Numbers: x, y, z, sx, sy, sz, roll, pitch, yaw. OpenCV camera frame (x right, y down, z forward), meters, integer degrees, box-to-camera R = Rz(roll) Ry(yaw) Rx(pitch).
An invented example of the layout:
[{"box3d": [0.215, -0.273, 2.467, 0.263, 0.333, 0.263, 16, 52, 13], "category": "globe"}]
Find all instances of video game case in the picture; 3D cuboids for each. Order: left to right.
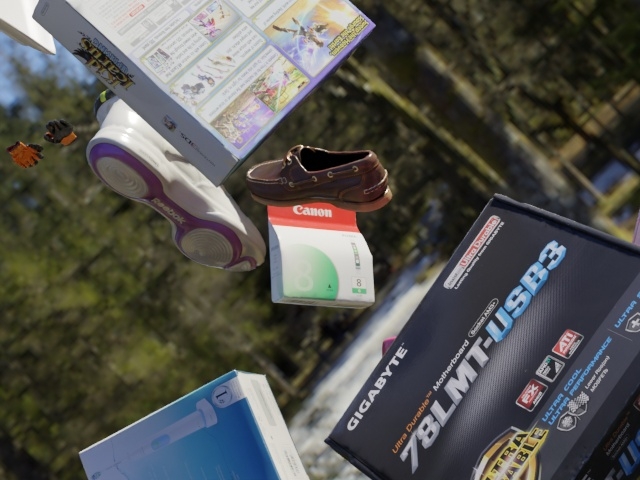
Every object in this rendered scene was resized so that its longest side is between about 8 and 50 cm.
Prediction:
[{"box3d": [-0.109, -0.218, 1.358, 0.269, 0.244, 0.061, -48, 0, -40], "category": "video game case"}]

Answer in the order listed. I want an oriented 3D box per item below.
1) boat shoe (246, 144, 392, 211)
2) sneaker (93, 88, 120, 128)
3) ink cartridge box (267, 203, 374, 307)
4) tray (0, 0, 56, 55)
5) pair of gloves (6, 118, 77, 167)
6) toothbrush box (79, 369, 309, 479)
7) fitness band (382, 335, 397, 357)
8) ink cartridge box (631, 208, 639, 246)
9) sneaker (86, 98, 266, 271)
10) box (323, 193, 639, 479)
[{"box3d": [-0.008, -0.083, 1.633, 0.207, 0.073, 0.073, 3, 42, 35], "category": "boat shoe"}, {"box3d": [-0.125, -0.199, 1.874, 0.385, 0.147, 0.145, -23, -5, 23], "category": "sneaker"}, {"box3d": [0.000, 0.000, 2.320, 0.181, 0.224, 0.056, 5, -14, -29], "category": "ink cartridge box"}, {"box3d": [-0.432, -0.351, 1.806, 0.030, 0.145, 0.270, -41, 44, 19], "category": "tray"}, {"box3d": [-0.341, -0.119, 1.668, 0.083, 0.010, 0.074, -34, -18, -1], "category": "pair of gloves"}, {"box3d": [-0.189, 0.359, 2.067, 0.295, 0.216, 0.126, -29, -18, 13], "category": "toothbrush box"}, {"box3d": [0.188, 0.120, 1.485, 0.209, 0.054, 0.291, -7, -8, 28], "category": "fitness band"}, {"box3d": [0.407, 0.041, 1.490, 0.207, 0.117, 0.283, -23, -54, -62], "category": "ink cartridge box"}, {"box3d": [-0.164, -0.078, 1.762, 0.114, 0.305, 0.152, -15, 44, 35], "category": "sneaker"}, {"box3d": [0.174, 0.123, 1.184, 0.295, 0.073, 0.293, -54, 34, -5], "category": "box"}]
